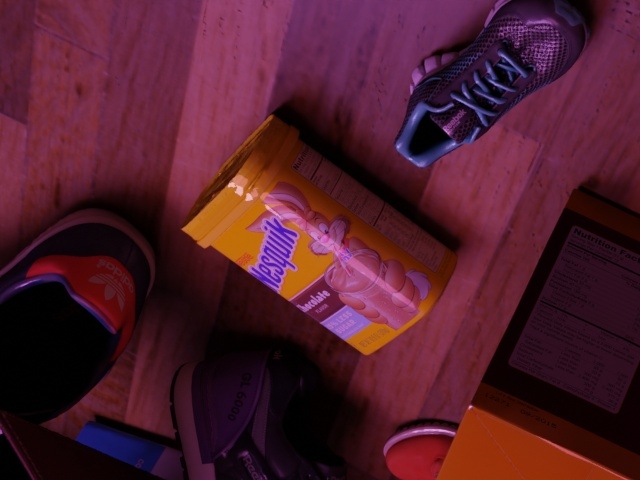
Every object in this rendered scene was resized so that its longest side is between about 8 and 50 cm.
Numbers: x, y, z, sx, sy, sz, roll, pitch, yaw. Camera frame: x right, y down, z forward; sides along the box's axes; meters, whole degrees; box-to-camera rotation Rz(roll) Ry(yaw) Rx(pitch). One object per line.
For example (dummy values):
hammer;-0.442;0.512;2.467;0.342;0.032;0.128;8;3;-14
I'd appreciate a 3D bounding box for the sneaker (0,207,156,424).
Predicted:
sneaker;-0.277;0.122;1.452;0.131;0.148;0.350;38;111;-15

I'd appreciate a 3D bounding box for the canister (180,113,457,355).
canister;0.000;0.000;1.296;0.170;0.073;0.126;36;145;-10

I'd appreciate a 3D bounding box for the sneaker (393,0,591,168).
sneaker;0.102;-0.092;1.102;0.065;0.076;0.166;37;145;-10

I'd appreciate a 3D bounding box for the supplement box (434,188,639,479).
supplement box;0.171;0.111;1.199;0.129;0.194;0.191;25;145;8

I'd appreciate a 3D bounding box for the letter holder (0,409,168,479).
letter holder;-0.185;0.289;1.426;0.214;0.152;0.302;51;-175;28

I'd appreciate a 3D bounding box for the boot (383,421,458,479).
boot;0.110;0.198;1.451;0.158;0.084;0.059;6;140;33

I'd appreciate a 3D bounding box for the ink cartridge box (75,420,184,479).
ink cartridge box;-0.063;0.363;1.709;0.395;0.166;0.285;15;142;21

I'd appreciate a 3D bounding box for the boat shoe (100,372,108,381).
boat shoe;-0.213;0.110;1.629;0.035;0.035;0.100;55;151;13

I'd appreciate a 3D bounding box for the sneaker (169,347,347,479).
sneaker;-0.034;0.229;1.477;0.124;0.107;0.283;-12;90;21
